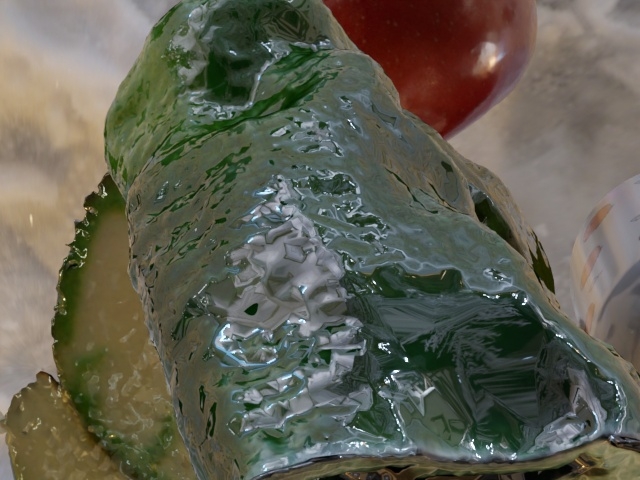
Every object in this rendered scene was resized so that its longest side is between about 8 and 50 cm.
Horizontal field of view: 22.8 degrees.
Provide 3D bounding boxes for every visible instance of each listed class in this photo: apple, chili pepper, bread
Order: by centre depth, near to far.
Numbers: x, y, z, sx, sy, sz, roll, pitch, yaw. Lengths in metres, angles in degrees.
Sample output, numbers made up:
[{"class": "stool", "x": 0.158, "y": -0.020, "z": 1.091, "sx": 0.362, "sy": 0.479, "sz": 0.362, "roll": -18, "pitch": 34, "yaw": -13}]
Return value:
[{"class": "chili pepper", "x": 0.000, "y": 0.000, "z": 0.512, "sx": 0.136, "sy": 0.270, "sz": 0.099, "roll": -9, "pitch": 130, "yaw": -15}, {"class": "bread", "x": -0.032, "y": 0.087, "z": 1.038, "sx": 0.382, "sy": 0.129, "sz": 0.366, "roll": -18, "pitch": 105, "yaw": 13}, {"class": "apple", "x": 0.064, "y": -0.194, "z": 1.460, "sx": 0.260, "sy": 0.260, "sz": 0.216, "roll": -35, "pitch": 107, "yaw": -11}]

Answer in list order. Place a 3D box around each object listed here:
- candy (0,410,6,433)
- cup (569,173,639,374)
[{"class": "candy", "x": -0.382, "y": 0.071, "z": 1.551, "sx": 0.124, "sy": 0.124, "sz": 0.365, "roll": -33, "pitch": 134, "yaw": -11}, {"class": "cup", "x": 0.325, "y": 0.065, "z": 1.348, "sx": 0.212, "sy": 0.317, "sz": 0.212, "roll": 1, "pitch": 102, "yaw": 6}]
